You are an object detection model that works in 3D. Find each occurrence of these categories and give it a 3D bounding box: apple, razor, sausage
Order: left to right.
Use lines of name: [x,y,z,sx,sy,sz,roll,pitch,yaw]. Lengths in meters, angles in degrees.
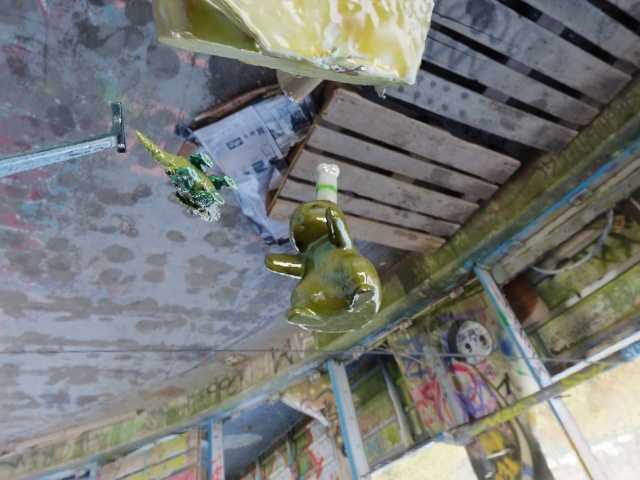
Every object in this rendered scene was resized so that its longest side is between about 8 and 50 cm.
razor: [-0.274,-0.095,0.421,0.033,0.190,0.066,22,124,16]
apple: [-0.026,-0.291,0.464,0.309,0.252,0.314,2,153,-30]
sausage: [-0.026,-0.527,1.198,0.253,0.123,0.123,-35,136,29]

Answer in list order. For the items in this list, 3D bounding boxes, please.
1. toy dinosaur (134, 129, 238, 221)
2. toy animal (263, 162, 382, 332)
toy dinosaur: [-0.293,-0.144,0.886,0.153,0.094,0.259,-10,128,38]
toy animal: [-0.007,0.002,0.795,0.181,0.362,0.180,-32,153,21]
